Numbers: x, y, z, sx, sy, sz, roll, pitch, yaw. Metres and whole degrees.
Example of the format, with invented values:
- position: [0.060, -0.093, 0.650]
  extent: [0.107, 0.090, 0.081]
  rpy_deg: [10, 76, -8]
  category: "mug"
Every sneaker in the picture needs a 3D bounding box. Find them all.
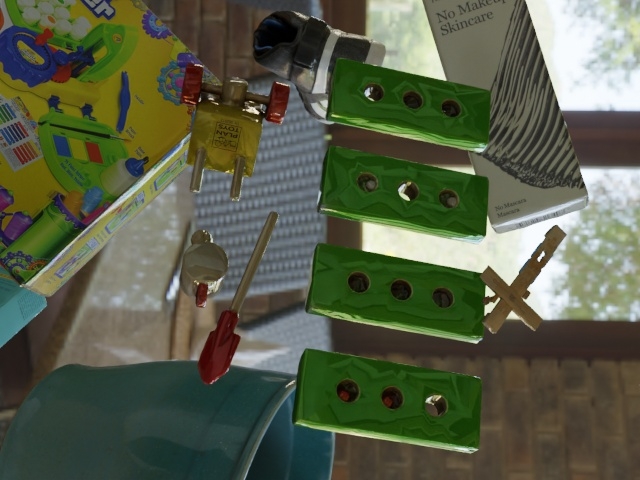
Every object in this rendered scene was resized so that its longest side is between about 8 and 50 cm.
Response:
- position: [-0.015, -0.185, 1.044]
  extent: [0.217, 0.121, 0.079]
  rpy_deg: [166, -54, -78]
  category: "sneaker"

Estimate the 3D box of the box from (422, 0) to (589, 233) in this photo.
- position: [0.202, -0.154, 1.118]
  extent: [0.094, 0.113, 0.275]
  rpy_deg: [20, 52, -75]
  category: "box"

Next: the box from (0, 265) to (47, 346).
- position: [-0.507, 0.129, 1.433]
  extent: [0.244, 0.100, 0.060]
  rpy_deg: [-50, 143, -45]
  category: "box"

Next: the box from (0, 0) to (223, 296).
- position: [-0.291, -0.143, 1.054]
  extent: [0.279, 0.290, 0.177]
  rpy_deg: [-44, 179, -9]
  category: "box"

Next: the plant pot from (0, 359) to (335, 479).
- position: [-0.152, 0.230, 0.963]
  extent: [0.271, 0.255, 0.272]
  rpy_deg: [12, 90, -72]
  category: "plant pot"

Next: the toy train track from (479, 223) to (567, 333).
- position: [0.122, 0.023, 0.619]
  extent: [0.083, 0.048, 0.014]
  rpy_deg: [-49, -171, -23]
  category: "toy train track"

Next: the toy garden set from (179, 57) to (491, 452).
- position: [0.000, 0.000, 0.638]
  extent: [0.049, 0.203, 0.244]
  rpy_deg: [118, -19, -64]
  category: "toy garden set"
